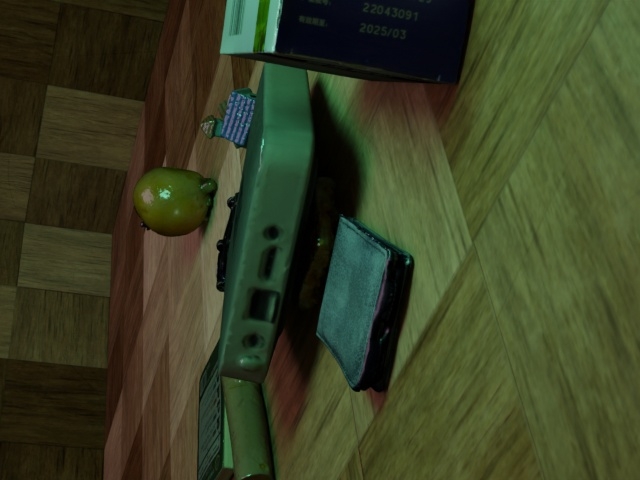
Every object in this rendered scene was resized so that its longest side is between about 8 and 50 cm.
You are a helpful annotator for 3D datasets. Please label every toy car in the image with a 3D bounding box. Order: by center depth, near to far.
[{"bbox_3d":[-0.139,0.010,1.809,0.216,0.063,0.103,110,161,-51],"label":"toy car"}]

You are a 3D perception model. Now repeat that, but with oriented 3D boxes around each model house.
[{"bbox_3d":[-0.116,-0.200,1.684,0.148,0.149,0.119,-119,41,-60],"label":"model house"}]

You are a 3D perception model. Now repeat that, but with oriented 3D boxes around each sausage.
[{"bbox_3d":[-0.116,0.261,1.618,0.301,0.066,0.066,-109,31,-52],"label":"sausage"}]

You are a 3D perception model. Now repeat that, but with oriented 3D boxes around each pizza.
[{"bbox_3d":[0.000,0.000,1.388,0.131,0.041,0.178,140,138,-75],"label":"pizza"}]

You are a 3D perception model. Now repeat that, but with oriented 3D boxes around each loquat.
[{"bbox_3d":[-0.307,-0.086,2.258,0.172,0.204,0.149,25,-127,-63],"label":"loquat"}]

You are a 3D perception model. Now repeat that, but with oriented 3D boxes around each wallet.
[{"bbox_3d":[0.045,0.069,1.229,0.222,0.036,0.167,-138,57,-72],"label":"wallet"}]

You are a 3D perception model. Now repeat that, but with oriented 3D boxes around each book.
[{"bbox_3d":[-0.186,0.320,1.873,0.202,0.027,0.264,120,154,-49],"label":"book"}]

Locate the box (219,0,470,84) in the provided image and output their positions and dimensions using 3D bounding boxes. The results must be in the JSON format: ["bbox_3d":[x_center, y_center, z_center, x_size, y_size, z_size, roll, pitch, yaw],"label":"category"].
[{"bbox_3d":[0.015,-0.241,1.182,0.299,0.200,0.106,-146,64,-71],"label":"box"}]

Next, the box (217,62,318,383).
[{"bbox_3d":[-0.074,-0.034,1.490,0.373,0.090,0.367,-97,17,-64],"label":"box"}]
